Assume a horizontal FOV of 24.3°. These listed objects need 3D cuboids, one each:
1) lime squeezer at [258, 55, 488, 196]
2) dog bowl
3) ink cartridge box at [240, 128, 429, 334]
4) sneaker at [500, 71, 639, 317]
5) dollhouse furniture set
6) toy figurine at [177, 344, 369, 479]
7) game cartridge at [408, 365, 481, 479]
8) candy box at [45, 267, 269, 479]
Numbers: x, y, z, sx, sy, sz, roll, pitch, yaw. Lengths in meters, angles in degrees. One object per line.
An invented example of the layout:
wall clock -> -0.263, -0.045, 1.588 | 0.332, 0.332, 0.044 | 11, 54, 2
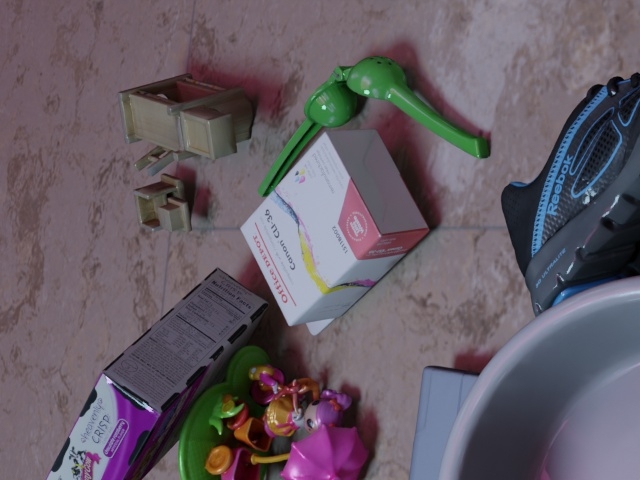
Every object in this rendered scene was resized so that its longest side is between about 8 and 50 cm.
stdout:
lime squeezer -> 0.037, -0.114, 1.402 | 0.310, 0.059, 0.110 | -9, 107, 48
dog bowl -> 0.230, 0.180, 0.975 | 0.348, 0.102, 0.349 | -12, 67, 32
ink cartridge box -> 0.000, 0.000, 1.375 | 0.198, 0.067, 0.115 | -47, 62, 42
sneaker -> 0.246, -0.086, 1.071 | 0.341, 0.125, 0.140 | -49, 44, 30
dollhouse furniture set -> -0.114, -0.078, 1.565 | 0.182, 0.101, 0.161 | 21, 124, 50
toy figurine -> -0.024, 0.181, 1.388 | 0.159, 0.130, 0.173 | -1, 57, 37
game cartridge -> 0.177, 0.211, 1.155 | 0.297, 0.062, 0.198 | 4, 82, 51
candy box -> -0.154, 0.144, 1.428 | 0.071, 0.233, 0.159 | 35, 122, 7
